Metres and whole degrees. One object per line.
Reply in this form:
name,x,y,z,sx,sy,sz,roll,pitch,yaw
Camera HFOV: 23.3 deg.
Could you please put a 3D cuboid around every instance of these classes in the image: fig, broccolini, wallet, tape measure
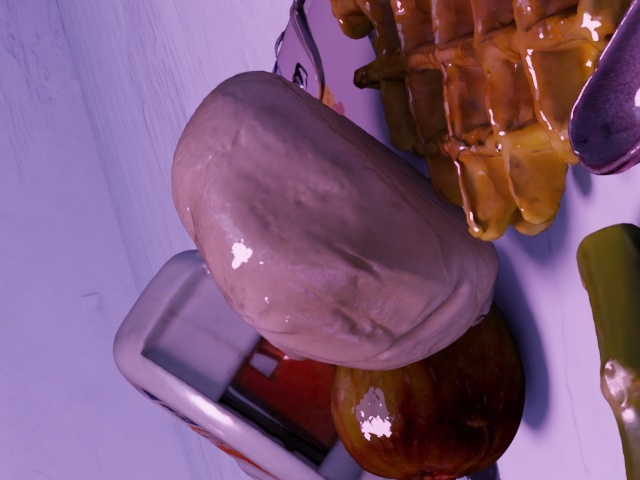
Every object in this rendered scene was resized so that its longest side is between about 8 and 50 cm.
fig,0.059,0.059,0.873,0.103,0.109,0.154,-23,61,35
broccolini,0.174,0.184,0.636,0.074,0.079,0.392,83,178,-73
wallet,0.026,-0.076,0.965,0.231,0.069,0.170,121,131,-64
tape measure,-0.017,0.101,1.050,0.246,0.125,0.243,38,168,-6

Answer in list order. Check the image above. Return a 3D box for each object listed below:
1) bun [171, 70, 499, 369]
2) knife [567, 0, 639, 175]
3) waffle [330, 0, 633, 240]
bun,0.000,0.000,0.791,0.173,0.113,0.167,45,-168,35
knife,0.137,-0.099,0.487,0.278,0.053,0.123,99,150,-61
waffle,0.075,-0.147,0.691,0.259,0.069,0.293,-120,22,-43
